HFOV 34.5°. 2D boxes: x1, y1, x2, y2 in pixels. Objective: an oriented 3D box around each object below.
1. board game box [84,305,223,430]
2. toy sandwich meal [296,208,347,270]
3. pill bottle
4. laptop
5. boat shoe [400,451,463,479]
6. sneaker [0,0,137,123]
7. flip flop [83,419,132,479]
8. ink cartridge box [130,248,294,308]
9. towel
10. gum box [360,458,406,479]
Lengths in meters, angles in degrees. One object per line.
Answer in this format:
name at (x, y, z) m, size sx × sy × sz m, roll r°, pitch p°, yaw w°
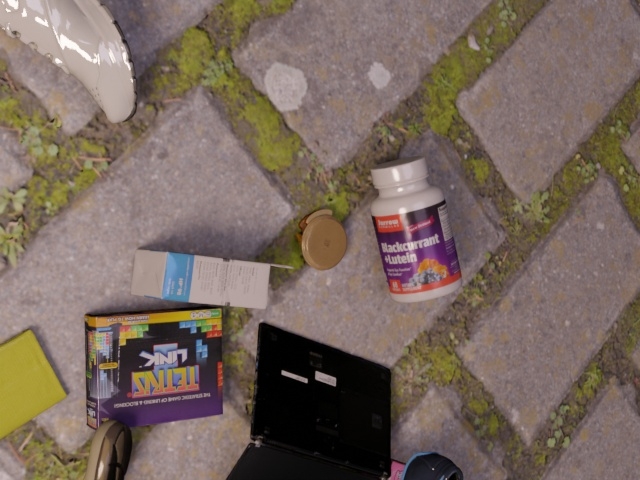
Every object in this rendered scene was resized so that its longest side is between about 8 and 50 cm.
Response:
board game box at (-0.207, 0.157, 1.293) m, size 0.170 × 0.048 × 0.141 m, roll -3°, pitch 91°, yaw -32°
toy sandwich meal at (0.000, 0.000, 1.432) m, size 0.085 × 0.029 × 0.085 m, roll -4°, pitch 97°, yaw -35°
pill bottle at (0.131, -0.017, 1.465) m, size 0.108 × 0.108 × 0.193 m, roll -19°, pitch 101°, yaw -30°
laptop at (-0.031, 0.284, 1.427) m, size 0.234 × 0.136 × 0.264 m, roll 23°, pitch 53°, yaw -31°
boat shoe at (0.140, 0.414, 1.362) m, size 0.109 × 0.089 × 0.258 m, roll -2°, pitch 92°, yaw -32°
sneaker at (-0.314, -0.262, 1.202) m, size 0.129 × 0.111 × 0.297 m, roll -33°, pitch 104°, yaw -11°
flip flop at (-0.295, 0.340, 1.214) m, size 0.080 × 0.112 × 0.277 m, roll 16°, pitch 94°, yaw 3°
ink cartridge box at (-0.135, 0.051, 1.302) m, size 0.180 × 0.104 × 0.060 m, roll 8°, pitch 87°, yaw -31°
towel at (-0.415, 0.203, 1.183) m, size 0.237 × 0.021 × 0.102 m, roll -33°, pitch 113°, yaw -28°
gum box at (0.092, 0.404, 1.450) m, size 0.062 × 0.107 × 0.188 m, roll 22°, pitch 80°, yaw -31°
